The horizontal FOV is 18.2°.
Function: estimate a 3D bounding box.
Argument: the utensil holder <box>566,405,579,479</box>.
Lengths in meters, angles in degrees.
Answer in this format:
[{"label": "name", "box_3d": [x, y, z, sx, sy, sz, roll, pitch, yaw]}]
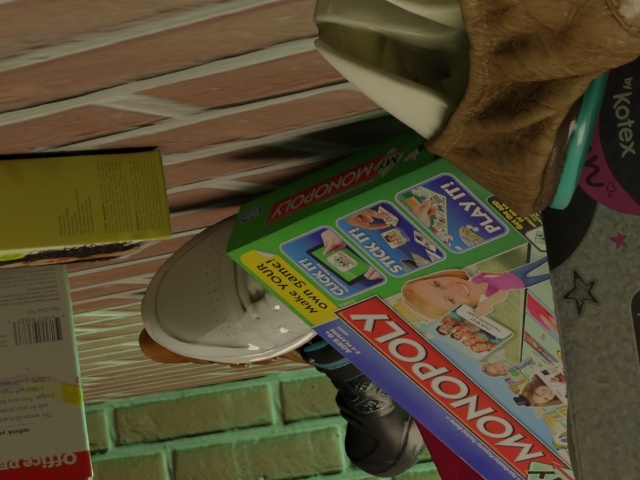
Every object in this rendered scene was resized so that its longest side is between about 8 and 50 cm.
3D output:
[{"label": "utensil holder", "box_3d": [0.334, 0.198, 1.123, 0.327, 0.328, 0.385, -10, 131, 22]}]

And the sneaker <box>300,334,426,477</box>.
[{"label": "sneaker", "box_3d": [0.048, 0.096, 1.821, 0.139, 0.125, 0.341, 5, 140, -6]}]

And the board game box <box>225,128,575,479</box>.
[{"label": "board game box", "box_3d": [0.123, 0.054, 1.268, 0.213, 0.046, 0.317, -24, 126, 39]}]

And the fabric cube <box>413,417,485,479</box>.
[{"label": "fabric cube", "box_3d": [0.246, 0.114, 1.505, 0.254, 0.258, 0.259, -26, 180, 36]}]

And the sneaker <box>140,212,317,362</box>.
[{"label": "sneaker", "box_3d": [0.000, 0.000, 1.385, 0.305, 0.114, 0.152, -19, 163, 18]}]

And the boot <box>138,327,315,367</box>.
[{"label": "boot", "box_3d": [-0.081, 0.075, 1.956, 0.220, 0.109, 0.283, -6, -179, 19]}]

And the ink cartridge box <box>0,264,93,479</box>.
[{"label": "ink cartridge box", "box_3d": [-0.262, 0.139, 1.641, 0.134, 0.231, 0.078, -6, 173, -9]}]

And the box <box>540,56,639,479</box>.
[{"label": "box", "box_3d": [0.191, -0.001, 0.910, 0.163, 0.247, 0.142, -10, 169, 21]}]

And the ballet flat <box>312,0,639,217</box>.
[{"label": "ballet flat", "box_3d": [0.059, -0.087, 0.712, 0.124, 0.116, 0.342, 13, 173, 1]}]

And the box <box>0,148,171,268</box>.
[{"label": "box", "box_3d": [-0.211, -0.013, 1.167, 0.232, 0.058, 0.087, -4, 172, -24]}]
